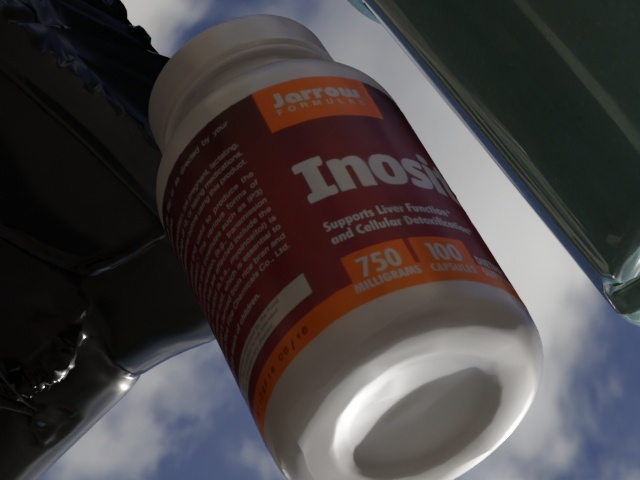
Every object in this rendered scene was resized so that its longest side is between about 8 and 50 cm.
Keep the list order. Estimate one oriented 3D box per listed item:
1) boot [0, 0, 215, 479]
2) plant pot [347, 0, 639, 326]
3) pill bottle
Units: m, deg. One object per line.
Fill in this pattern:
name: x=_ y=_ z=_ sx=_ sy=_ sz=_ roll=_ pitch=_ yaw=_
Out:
boot: x=-0.149 y=-0.012 z=0.722 sx=0.207 sy=0.094 sz=0.246 roll=-35 pitch=-66 yaw=19
plant pot: x=0.180 y=-0.156 z=1.049 sx=0.341 sy=0.341 sz=0.334 roll=-39 pitch=-117 yaw=14
pill bottle: x=0.000 y=0.000 z=0.605 sx=0.086 sy=0.152 sz=0.086 roll=-16 pitch=-42 yaw=-15
